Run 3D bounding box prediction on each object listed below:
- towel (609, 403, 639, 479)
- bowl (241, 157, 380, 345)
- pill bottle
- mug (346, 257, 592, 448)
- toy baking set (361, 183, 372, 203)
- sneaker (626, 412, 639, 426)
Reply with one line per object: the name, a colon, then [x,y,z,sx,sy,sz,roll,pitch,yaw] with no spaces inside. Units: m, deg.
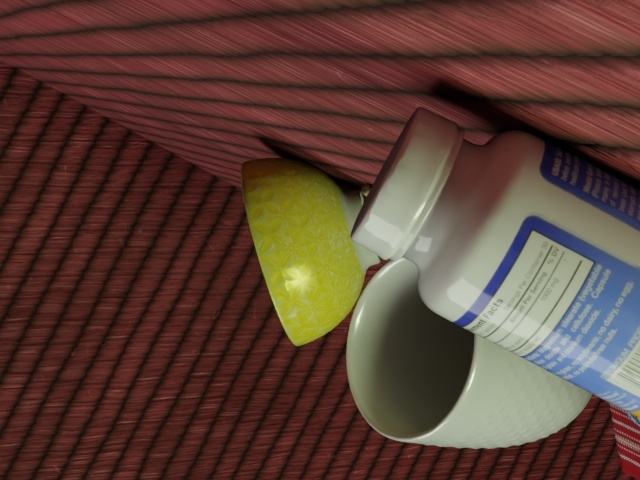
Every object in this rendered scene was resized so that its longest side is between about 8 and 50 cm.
towel: [0.475,0.241,1.660,0.199,0.031,0.275,21,129,61]
bowl: [0.000,0.000,1.748,0.156,0.289,0.289,-16,171,6]
pill bottle: [0.166,0.012,0.873,0.272,0.152,0.152,27,177,-1]
mug: [0.221,0.169,1.808,0.328,0.276,0.374,12,180,-37]
toy baking set: [0.172,-0.007,1.648,0.256,0.030,0.197,28,177,-22]
sneaker: [0.436,0.180,1.555,0.078,0.067,0.188,8,124,55]
